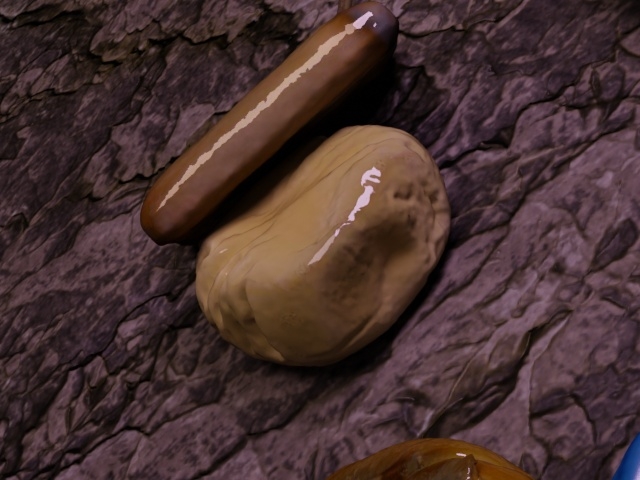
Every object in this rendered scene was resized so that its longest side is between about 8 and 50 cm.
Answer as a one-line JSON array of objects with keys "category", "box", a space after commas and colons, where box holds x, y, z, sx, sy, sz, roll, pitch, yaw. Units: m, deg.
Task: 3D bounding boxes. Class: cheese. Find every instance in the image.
[{"category": "cheese", "box": [0.000, 0.000, 1.555, 0.214, 0.117, 0.226, 9, 56, 54]}]

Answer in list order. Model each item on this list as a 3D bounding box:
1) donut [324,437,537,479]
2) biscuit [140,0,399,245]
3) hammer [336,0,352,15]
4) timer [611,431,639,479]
[{"category": "donut", "box": [0.033, 0.297, 1.144, 0.360, 0.170, 0.360, -40, 22, 20]}, {"category": "biscuit", "box": [-0.043, -0.103, 1.651, 0.291, 0.062, 0.237, -44, -1, 4]}, {"category": "hammer", "box": [0.025, -0.246, 1.832, 0.017, 0.062, 0.182, -16, 50, 35]}, {"category": "timer", "box": [0.289, 0.211, 0.960, 0.309, 0.115, 0.340, 2, 42, 22]}]
